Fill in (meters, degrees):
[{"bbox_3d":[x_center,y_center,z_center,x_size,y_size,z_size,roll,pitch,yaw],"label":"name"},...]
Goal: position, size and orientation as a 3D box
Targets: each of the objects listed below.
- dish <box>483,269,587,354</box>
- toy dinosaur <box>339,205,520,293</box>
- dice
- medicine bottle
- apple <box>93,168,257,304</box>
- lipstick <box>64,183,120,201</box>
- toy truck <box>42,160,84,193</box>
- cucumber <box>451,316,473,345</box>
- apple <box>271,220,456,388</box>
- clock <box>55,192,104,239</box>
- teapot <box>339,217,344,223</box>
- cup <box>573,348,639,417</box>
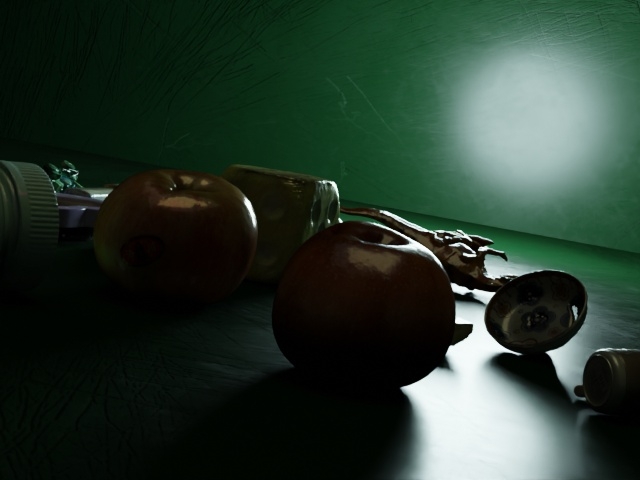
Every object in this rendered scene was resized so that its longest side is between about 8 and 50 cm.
[{"bbox_3d":[0.300,0.115,1.373,0.141,0.078,0.141,-20,35,15],"label":"dish"},{"bbox_3d":[0.212,0.018,1.879,0.432,0.097,0.208,23,8,24],"label":"toy dinosaur"},{"bbox_3d":[-0.075,-0.026,1.612,0.166,0.169,0.169,12,7,20],"label":"dice"},{"bbox_3d":[-0.464,-0.022,1.108,0.318,0.158,0.158,2,10,-43],"label":"medicine bottle"},{"bbox_3d":[-0.188,-0.001,1.311,0.209,0.164,0.209,11,18,-4],"label":"apple"},{"bbox_3d":[-0.384,-0.067,1.918,0.079,0.077,0.253,12,9,23],"label":"lipstick"},{"bbox_3d":[-0.554,-0.116,2.159,0.078,0.080,0.154,36,7,-1],"label":"toy truck"},{"bbox_3d":[0.150,0.116,1.319,0.067,0.035,0.107,-3,4,-11],"label":"cucumber"},{"bbox_3d":[0.045,0.064,1.075,0.201,0.162,0.201,10,5,-1],"label":"apple"},{"bbox_3d":[-0.433,-0.039,1.676,0.172,0.064,0.198,15,9,39],"label":"clock"},{"bbox_3d":[0.002,-0.010,1.845,0.146,0.116,0.148,18,-2,-26],"label":"teapot"},{"bbox_3d":[0.336,0.151,1.111,0.099,0.074,0.102,7,7,-18],"label":"cup"}]
